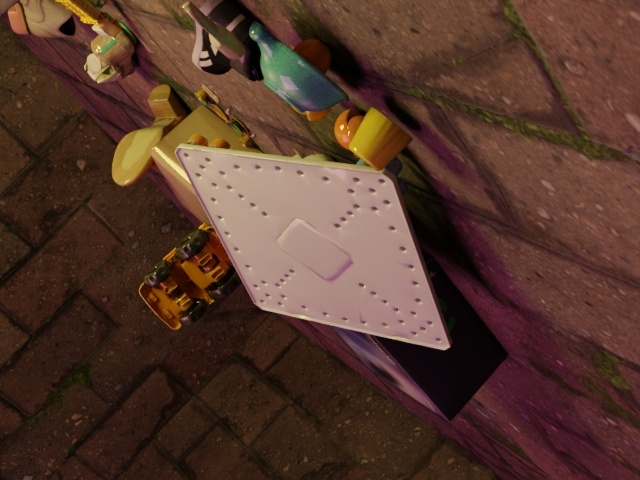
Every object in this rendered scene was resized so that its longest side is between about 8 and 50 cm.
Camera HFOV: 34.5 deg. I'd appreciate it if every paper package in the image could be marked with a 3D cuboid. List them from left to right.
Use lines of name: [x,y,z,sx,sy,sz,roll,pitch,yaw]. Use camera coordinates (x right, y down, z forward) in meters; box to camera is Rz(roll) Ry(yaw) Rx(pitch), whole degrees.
paper package: [-0.178,-0.096,2.241,0.325,0.168,0.309,41,170,19]

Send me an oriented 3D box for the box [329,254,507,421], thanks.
box: [0.142,0.147,1.945,0.296,0.182,0.294,49,167,-31]

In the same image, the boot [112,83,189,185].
boot: [-0.353,-0.183,2.319,0.104,0.295,0.211,3,144,21]

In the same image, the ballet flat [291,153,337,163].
ballet flat: [-0.015,-0.088,1.797,0.139,0.139,0.400,46,171,-12]

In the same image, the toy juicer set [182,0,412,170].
toy juicer set: [-0.026,-0.224,1.367,0.329,0.089,0.209,37,-176,-8]

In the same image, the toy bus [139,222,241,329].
toy bus: [-0.291,0.066,2.277,0.149,0.220,0.211,51,175,-19]

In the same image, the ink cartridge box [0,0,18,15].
ink cartridge box: [-0.402,-0.427,1.433,0.114,0.273,0.198,50,168,-21]

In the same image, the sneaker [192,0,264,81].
sneaker: [-0.127,-0.272,1.545,0.121,0.079,0.217,44,169,7]

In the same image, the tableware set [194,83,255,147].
tableware set: [-0.198,-0.249,2.087,0.154,0.024,0.104,44,170,-8]

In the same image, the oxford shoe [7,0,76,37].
oxford shoe: [-0.592,-0.552,2.202,0.147,0.140,0.397,13,167,-6]

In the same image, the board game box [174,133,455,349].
board game box: [0.000,0.000,1.632,0.390,0.050,0.390,9,141,32]

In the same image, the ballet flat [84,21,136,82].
ballet flat: [-0.474,-0.406,2.286,0.107,0.106,0.316,44,170,-4]

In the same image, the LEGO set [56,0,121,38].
LEGO set: [-0.498,-0.508,2.000,0.287,0.107,0.132,25,169,-21]
